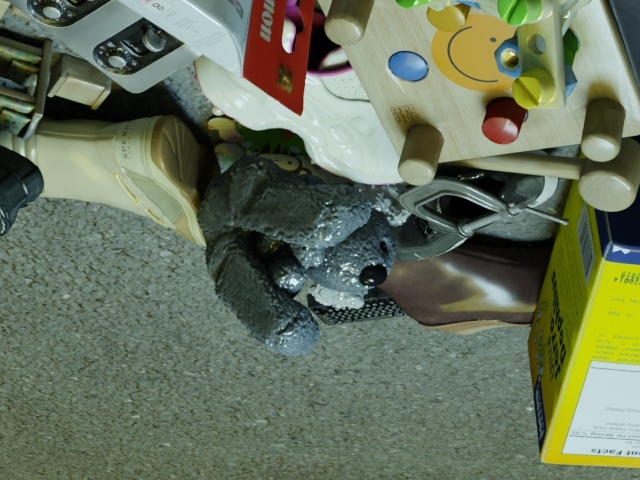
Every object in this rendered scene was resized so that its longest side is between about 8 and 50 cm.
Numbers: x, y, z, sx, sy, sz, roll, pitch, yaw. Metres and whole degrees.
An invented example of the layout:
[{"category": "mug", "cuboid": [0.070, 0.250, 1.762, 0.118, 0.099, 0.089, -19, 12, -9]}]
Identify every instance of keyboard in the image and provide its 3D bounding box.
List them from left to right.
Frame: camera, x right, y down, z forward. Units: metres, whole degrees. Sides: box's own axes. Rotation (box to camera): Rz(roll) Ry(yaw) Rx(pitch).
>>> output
[{"category": "keyboard", "cuboid": [0.074, 0.078, 2.218, 0.180, 0.023, 0.108, -9, 149, 19]}]

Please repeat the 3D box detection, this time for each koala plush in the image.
[{"category": "koala plush", "cuboid": [0.000, 0.000, 1.870, 0.221, 0.203, 0.196, 2, 117, -45]}]

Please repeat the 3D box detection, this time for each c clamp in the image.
[{"category": "c clamp", "cuboid": [0.158, -0.029, 1.790, 0.137, 0.022, 0.160, 24, 163, -22]}]

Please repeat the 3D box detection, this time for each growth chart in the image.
[{"category": "growth chart", "cuboid": [-0.030, -0.089, 1.921, 0.172, 0.021, 0.237, -3, 149, 9]}]

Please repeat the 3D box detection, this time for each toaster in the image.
[{"category": "toaster", "cuboid": [-0.169, -0.249, 1.490, 0.110, 0.186, 0.168, -19, 136, 38]}]

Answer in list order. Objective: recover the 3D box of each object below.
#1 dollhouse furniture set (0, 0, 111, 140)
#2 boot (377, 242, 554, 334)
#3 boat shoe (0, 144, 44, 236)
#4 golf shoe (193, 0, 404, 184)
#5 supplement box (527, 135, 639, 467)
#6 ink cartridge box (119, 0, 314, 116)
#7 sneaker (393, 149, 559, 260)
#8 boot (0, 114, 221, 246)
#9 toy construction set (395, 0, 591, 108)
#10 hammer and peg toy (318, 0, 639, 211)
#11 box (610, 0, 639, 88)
[{"category": "dollhouse furniture set", "cuboid": [-0.281, -0.173, 1.704, 0.182, 0.101, 0.161, 16, 149, -23]}, {"category": "boot", "cuboid": [0.182, 0.035, 2.060, 0.248, 0.090, 0.207, -26, 138, 37]}, {"category": "boat shoe", "cuboid": [-0.390, -0.083, 1.796, 0.340, 0.113, 0.127, 20, 143, 57]}, {"category": "golf shoe", "cuboid": [0.022, -0.148, 1.721, 0.306, 0.115, 0.140, 22, 139, -37]}, {"category": "supplement box", "cuboid": [0.362, 0.071, 1.905, 0.194, 0.195, 0.356, 5, 133, -4]}, {"category": "ink cartridge box", "cuboid": [-0.067, -0.241, 1.474, 0.066, 0.189, 0.232, -19, 145, 42]}, {"category": "sneaker", "cuboid": [0.147, -0.037, 1.911, 0.234, 0.078, 0.106, -26, 172, 36]}, {"category": "boot", "cuboid": [-0.227, -0.067, 1.906, 0.203, 0.095, 0.262, 2, 163, 13]}, {"category": "toy construction set", "cuboid": [0.163, -0.284, 1.328, 0.151, 0.215, 0.328, -6, 125, -55]}, {"category": "hammer and peg toy", "cuboid": [0.163, -0.138, 1.607, 0.266, 0.127, 0.361, -6, 135, 25]}, {"category": "box", "cuboid": [0.390, -0.243, 1.475, 0.270, 0.143, 0.165, -7, 150, 19]}]
